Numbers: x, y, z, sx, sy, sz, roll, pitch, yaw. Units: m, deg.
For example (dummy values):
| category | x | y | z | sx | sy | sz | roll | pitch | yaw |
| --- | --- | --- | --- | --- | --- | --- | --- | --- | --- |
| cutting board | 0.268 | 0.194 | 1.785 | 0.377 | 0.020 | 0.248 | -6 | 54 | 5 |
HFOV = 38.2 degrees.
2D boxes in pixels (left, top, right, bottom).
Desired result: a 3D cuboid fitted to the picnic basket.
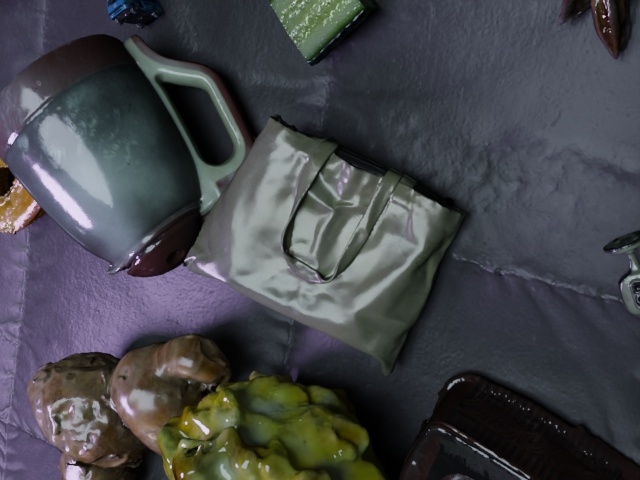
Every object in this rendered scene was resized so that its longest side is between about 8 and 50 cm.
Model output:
| category | x | y | z | sx | sy | sz | roll | pitch | yaw |
| --- | --- | --- | --- | --- | --- | --- | --- | --- | --- |
| picnic basket | 0.230 | 0.314 | 1.125 | 0.296 | 0.129 | 0.223 | 30 | 109 | 20 |

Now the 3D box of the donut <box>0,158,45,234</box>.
| category | x | y | z | sx | sy | sz | roll | pitch | yaw |
| --- | --- | --- | --- | --- | --- | --- | --- | --- | --- |
| donut | -0.493 | -0.102 | 1.495 | 0.178 | 0.065 | 0.162 | -31 | 87 | 27 |

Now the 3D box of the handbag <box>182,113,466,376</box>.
| category | x | y | z | sx | sy | sz | roll | pitch | yaw |
| --- | --- | --- | --- | --- | --- | --- | --- | --- | --- |
| handbag | 0.005 | -0.002 | 1.206 | 0.315 | 0.109 | 0.253 | 28 | 107 | 10 |

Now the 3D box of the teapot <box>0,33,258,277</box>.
| category | x | y | z | sx | sy | sz | roll | pitch | yaw |
| --- | --- | --- | --- | --- | --- | --- | --- | --- | --- |
| teapot | -0.251 | -0.119 | 1.294 | 0.315 | 0.233 | 0.312 | -37 | 87 | 1 |

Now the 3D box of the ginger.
| category | x | y | z | sx | sy | sz | roll | pitch | yaw |
| --- | --- | --- | --- | --- | --- | --- | --- | --- | --- |
| ginger | -0.274 | 0.252 | 1.375 | 0.375 | 0.176 | 0.256 | -29 | 101 | 27 |

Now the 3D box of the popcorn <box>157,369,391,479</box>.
| category | x | y | z | sx | sy | sz | roll | pitch | yaw |
| --- | --- | --- | --- | --- | --- | --- | --- | --- | --- |
| popcorn | -0.045 | 0.322 | 1.197 | 0.312 | 0.312 | 0.312 | 5 | 100 | 28 |

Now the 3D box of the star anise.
| category | x | y | z | sx | sy | sz | roll | pitch | yaw |
| --- | --- | --- | --- | --- | --- | --- | --- | --- | --- |
| star anise | 0.311 | -0.326 | 1.012 | 0.236 | 0.093 | 0.229 | 26 | 115 | 27 |

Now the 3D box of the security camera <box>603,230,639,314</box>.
| category | x | y | z | sx | sy | sz | roll | pitch | yaw |
| --- | --- | --- | --- | --- | --- | --- | --- | --- | --- |
| security camera | 0.365 | 0.041 | 1.059 | 0.058 | 0.058 | 0.092 | -21 | 95 | 29 |

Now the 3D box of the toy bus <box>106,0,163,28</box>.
| category | x | y | z | sx | sy | sz | roll | pitch | yaw |
| --- | --- | --- | --- | --- | --- | --- | --- | --- | --- |
| toy bus | -0.267 | -0.334 | 1.324 | 0.038 | 0.083 | 0.046 | -27 | 82 | 29 |

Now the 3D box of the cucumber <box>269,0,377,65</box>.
| category | x | y | z | sx | sy | sz | roll | pitch | yaw |
| --- | --- | --- | --- | --- | --- | --- | --- | --- | --- |
| cucumber | 0.004 | -0.299 | 1.194 | 0.115 | 0.062 | 0.116 | -39 | 71 | 26 |
